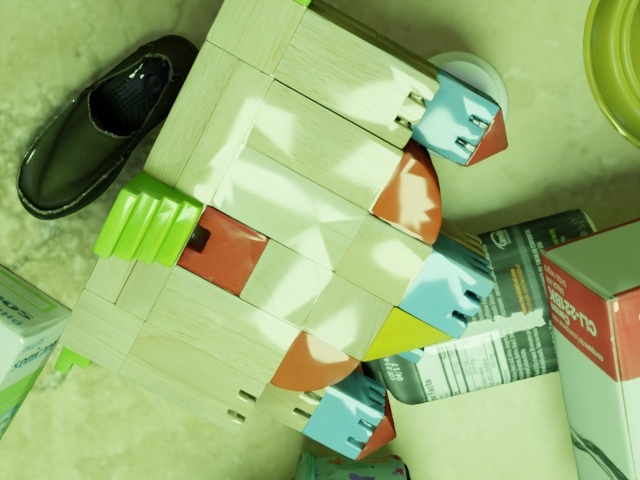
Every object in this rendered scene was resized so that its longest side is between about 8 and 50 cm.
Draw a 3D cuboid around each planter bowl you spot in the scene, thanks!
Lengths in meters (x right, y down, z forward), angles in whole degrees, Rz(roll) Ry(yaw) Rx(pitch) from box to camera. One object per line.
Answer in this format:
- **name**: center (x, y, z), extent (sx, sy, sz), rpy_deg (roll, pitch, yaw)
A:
- **planter bowl**: center (0.333, -0.167, 0.757), extent (0.217, 0.090, 0.217), rpy_deg (1, 97, 7)

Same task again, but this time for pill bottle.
- **pill bottle**: center (0.110, -0.110, 0.758), extent (0.086, 0.152, 0.086), rpy_deg (1, 97, 6)
- **pill bottle**: center (0.121, 0.064, 0.789), extent (0.245, 0.130, 0.131), rpy_deg (-15, 95, 8)

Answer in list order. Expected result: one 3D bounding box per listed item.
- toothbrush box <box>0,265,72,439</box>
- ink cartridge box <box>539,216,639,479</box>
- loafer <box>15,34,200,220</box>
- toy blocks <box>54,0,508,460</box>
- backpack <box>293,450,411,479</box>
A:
- **toothbrush box**: center (-0.402, 0.140, 0.863), extent (0.206, 0.122, 0.283), rpy_deg (32, 100, 2)
- **ink cartridge box**: center (0.293, 0.117, 0.685), extent (0.196, 0.114, 0.273), rpy_deg (-17, 109, -7)
- **loafer**: center (-0.201, -0.105, 0.831), extent (0.080, 0.078, 0.220), rpy_deg (45, 99, 0)
- **toy blocks**: center (0.000, 0.000, 0.658), extent (0.260, 0.191, 0.381), rpy_deg (28, 108, -5)
- **backpack**: center (0.009, 0.308, 0.787), extent (0.191, 0.225, 0.254), rpy_deg (7, 94, 1)
